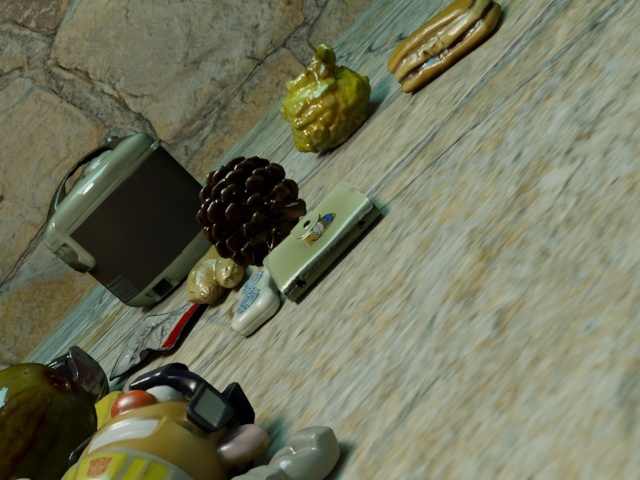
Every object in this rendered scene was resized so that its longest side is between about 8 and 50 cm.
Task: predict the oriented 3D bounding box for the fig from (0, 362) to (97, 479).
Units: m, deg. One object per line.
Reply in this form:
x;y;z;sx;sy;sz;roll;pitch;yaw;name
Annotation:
-0.316;0.224;0.707;0.236;0.124;0.124;-49;15;12;fig

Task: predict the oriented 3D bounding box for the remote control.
-0.084;0.077;0.970;0.074;0.032;0.122;-42;15;14;remote control

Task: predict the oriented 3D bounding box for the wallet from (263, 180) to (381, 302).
0.000;0.000;0.922;0.155;0.039;0.110;-45;26;1;wallet

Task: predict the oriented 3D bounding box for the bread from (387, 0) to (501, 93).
0.199;-0.328;1.192;0.200;0.077;0.116;-32;13;39;bread

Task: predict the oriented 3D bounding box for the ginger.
-0.151;0.006;1.262;0.118;0.065;0.298;-23;25;24;ginger

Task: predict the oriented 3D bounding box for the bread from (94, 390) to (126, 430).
-0.238;0.258;0.799;0.094;0.102;0.245;-39;18;3;bread

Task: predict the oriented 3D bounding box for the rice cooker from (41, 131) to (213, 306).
-0.418;-0.050;1.608;0.335;0.325;0.335;-41;16;15;rice cooker

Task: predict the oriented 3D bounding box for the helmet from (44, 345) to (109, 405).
-0.416;0.271;1.220;0.153;0.107;0.176;-27;43;42;helmet

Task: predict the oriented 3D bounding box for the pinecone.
-0.091;-0.033;1.057;0.163;0.163;0.165;-46;36;-1;pinecone

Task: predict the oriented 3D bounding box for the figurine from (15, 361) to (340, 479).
-0.138;0.202;0.564;0.308;0.309;0.143;-124;35;-74;figurine

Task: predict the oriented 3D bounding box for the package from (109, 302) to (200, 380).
-0.282;0.161;1.274;0.239;0.030;0.154;-30;21;45;package

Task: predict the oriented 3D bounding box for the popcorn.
0.002;-0.260;1.379;0.197;0.156;0.197;-52;17;23;popcorn
